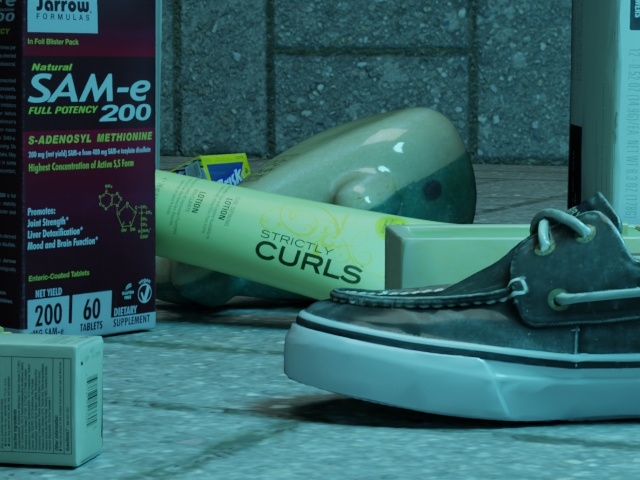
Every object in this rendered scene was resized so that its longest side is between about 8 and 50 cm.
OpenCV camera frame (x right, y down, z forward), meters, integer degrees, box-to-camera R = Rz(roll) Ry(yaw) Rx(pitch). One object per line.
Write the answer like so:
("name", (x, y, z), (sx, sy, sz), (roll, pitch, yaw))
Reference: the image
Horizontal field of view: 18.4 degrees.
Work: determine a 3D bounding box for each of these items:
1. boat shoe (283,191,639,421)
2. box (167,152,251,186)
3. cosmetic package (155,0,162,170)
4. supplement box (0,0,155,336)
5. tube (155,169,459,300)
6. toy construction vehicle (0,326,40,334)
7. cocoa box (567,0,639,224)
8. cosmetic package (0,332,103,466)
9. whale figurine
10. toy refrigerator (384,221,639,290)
("boat shoe", (0.148, 0.032, 1.066), (0.335, 0.119, 0.121), (0, 5, 0))
("box", (-0.131, -0.020, 1.670), (0.169, 0.054, 0.059), (-24, -11, 39))
("cosmetic package", (-0.449, -0.205, 2.512), (0.329, 0.327, 0.394), (4, 5, 35))
("supplement box", (-0.179, -0.054, 1.341), (0.073, 0.239, 0.130), (5, 7, 39))
("tube", (-0.017, 0.001, 1.393), (0.240, 0.070, 0.062), (14, 12, 15))
("toy construction vehicle", (-0.211, 0.065, 1.169), (0.086, 0.035, 0.098), (5, 7, 45))
("cocoa box", (0.301, -0.111, 1.386), (0.228, 0.347, 0.231), (0, 6, 0))
("cosmetic package", (-0.164, 0.074, 0.943), (0.115, 0.060, 0.041), (3, 5, 12))
("whale figurine", (0.000, 0.000, 1.530), (0.272, 0.141, 0.216), (-29, 10, -24))
("toy refrigerator", (0.178, 0.031, 1.224), (0.270, 0.094, 0.102), (0, 5, -3))
